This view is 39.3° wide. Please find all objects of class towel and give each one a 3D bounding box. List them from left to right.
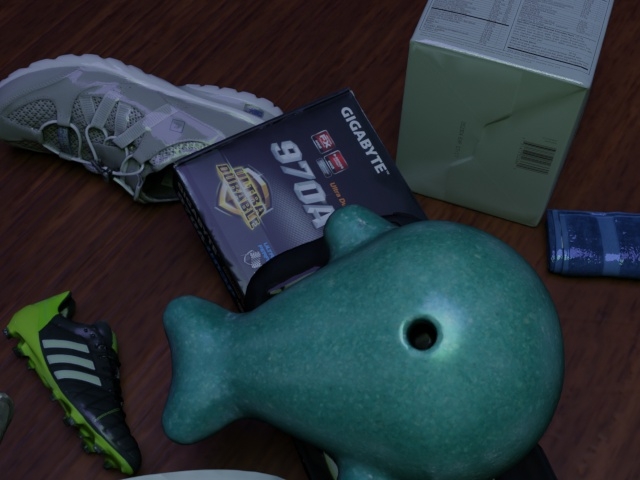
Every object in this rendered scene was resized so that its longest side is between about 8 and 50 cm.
[{"bbox_3d":[0.264,0.003,0.808,0.119,0.029,0.067,3,57,1],"label":"towel"}]

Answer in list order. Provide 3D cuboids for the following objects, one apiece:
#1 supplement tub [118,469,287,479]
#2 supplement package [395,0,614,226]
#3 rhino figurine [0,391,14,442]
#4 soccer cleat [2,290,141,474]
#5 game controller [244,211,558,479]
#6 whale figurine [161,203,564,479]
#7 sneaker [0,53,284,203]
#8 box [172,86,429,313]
[{"bbox_3d":[-0.071,0.316,0.469,0.241,0.241,0.331,-10,57,-7],"label":"supplement tub"},{"bbox_3d":[0.170,-0.162,0.819,0.149,0.194,0.203,18,58,10],"label":"supplement package"},{"bbox_3d":[-0.200,0.166,0.446,0.106,0.073,0.243,-34,38,25],"label":"rhino figurine"},{"bbox_3d":[-0.185,0.108,0.717,0.072,0.060,0.179,-33,60,-22],"label":"soccer cleat"},{"bbox_3d":[0.064,0.135,0.668,0.166,0.067,0.319,-24,73,0],"label":"game controller"},{"bbox_3d":[0.019,0.074,0.581,0.272,0.141,0.216,-3,76,8],"label":"whale figurine"},{"bbox_3d":[-0.175,-0.092,0.822,0.281,0.105,0.115,6,56,3],"label":"sneaker"},{"bbox_3d":[0.000,0.000,0.759,0.175,0.051,0.220,-25,78,-17],"label":"box"}]
